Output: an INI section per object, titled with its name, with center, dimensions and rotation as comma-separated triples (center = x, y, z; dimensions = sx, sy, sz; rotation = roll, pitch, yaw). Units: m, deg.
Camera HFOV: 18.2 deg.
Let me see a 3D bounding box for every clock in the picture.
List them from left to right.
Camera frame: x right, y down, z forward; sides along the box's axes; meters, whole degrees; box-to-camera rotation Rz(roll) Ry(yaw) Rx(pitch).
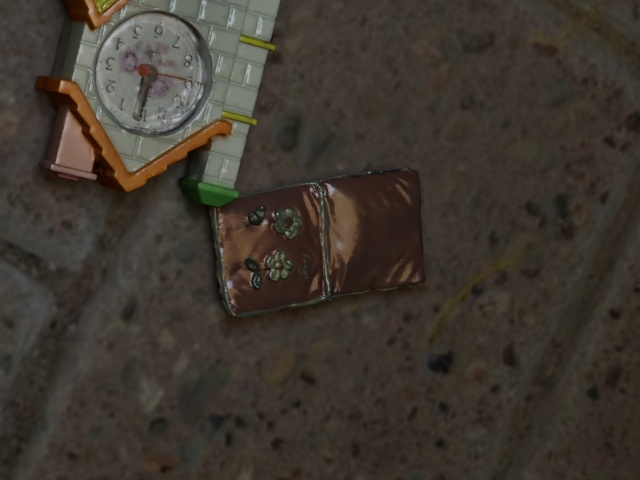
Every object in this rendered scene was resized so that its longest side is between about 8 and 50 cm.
[clock]
center = -0.157, -0.170, 1.892
dimensions = 0.220, 0.106, 0.255
rotation = 13, 91, -23

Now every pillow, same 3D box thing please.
[pillow]
center = 0.000, 0.000, 2.010
dimensions = 0.232, 0.043, 0.126
rotation = -10, 99, -22
